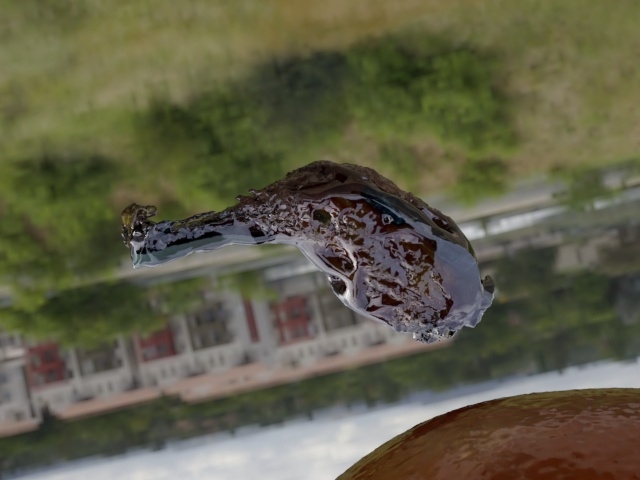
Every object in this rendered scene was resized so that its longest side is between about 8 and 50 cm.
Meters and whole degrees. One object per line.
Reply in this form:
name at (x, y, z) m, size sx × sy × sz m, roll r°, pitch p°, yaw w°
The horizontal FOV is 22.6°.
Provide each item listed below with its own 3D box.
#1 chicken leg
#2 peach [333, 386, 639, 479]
chicken leg at (0.000, 0.000, 1.026) m, size 0.253 × 0.106 × 0.051 m, roll 14°, pitch -161°, yaw -18°
peach at (0.132, 0.220, 0.677) m, size 0.290 × 0.372 × 0.372 m, roll -55°, pitch 158°, yaw 18°
